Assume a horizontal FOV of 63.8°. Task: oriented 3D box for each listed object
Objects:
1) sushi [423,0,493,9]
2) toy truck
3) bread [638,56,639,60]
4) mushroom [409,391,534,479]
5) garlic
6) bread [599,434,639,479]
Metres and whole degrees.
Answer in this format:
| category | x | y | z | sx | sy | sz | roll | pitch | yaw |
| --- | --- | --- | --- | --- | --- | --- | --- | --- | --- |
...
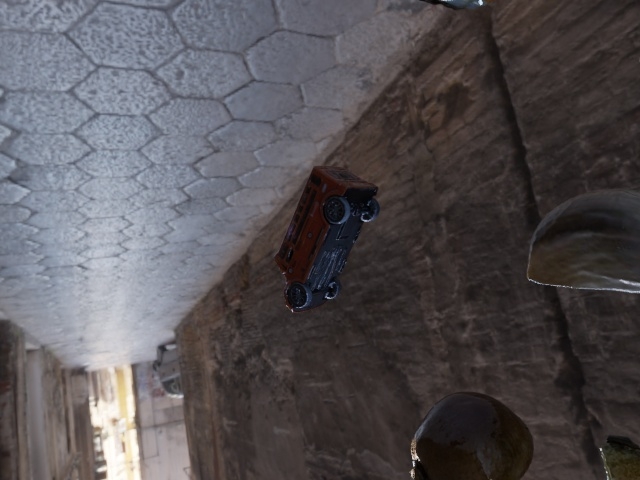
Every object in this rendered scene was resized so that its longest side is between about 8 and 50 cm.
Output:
| category | x | y | z | sx | sy | sz | roll | pitch | yaw |
| --- | --- | --- | --- | --- | --- | --- | --- | --- | --- |
| sushi | 0.073 | -0.224 | 0.259 | 0.136 | 0.127 | 0.225 | -4 | 174 | 28 |
| toy truck | 0.000 | 0.000 | 0.903 | 0.107 | 0.114 | 0.253 | -8 | 128 | -52 |
| bread | 0.751 | -0.380 | 1.011 | 0.139 | 0.060 | 0.178 | 38 | 131 | -13 |
| mushroom | 0.295 | 0.438 | 1.067 | 0.283 | 0.195 | 0.263 | -46 | -162 | -17 |
| garlic | 0.303 | -0.002 | 0.524 | 0.195 | 0.102 | 0.086 | 0 | -162 | 46 |
| bread | 0.356 | 0.263 | 0.484 | 0.169 | 0.140 | 0.160 | -24 | -178 | 3 |
